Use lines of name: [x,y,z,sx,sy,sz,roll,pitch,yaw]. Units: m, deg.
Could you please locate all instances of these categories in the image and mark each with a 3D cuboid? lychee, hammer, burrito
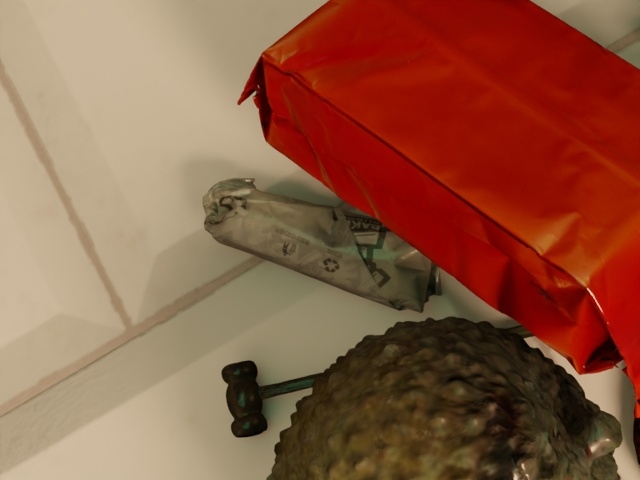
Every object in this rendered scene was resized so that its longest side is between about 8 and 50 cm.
lychee: [0.090,0.178,1.344,0.274,0.255,0.255,-25,75,19]
hammer: [0.065,0.095,1.486,0.292,0.029,0.058,-14,79,10]
burrito: [0.000,-0.001,1.501,0.203,0.064,0.064,19,85,15]

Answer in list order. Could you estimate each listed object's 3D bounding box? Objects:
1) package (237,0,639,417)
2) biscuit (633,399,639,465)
package: [0.141,-0.061,1.389,0.196,0.123,0.423,-39,63,-23]
biscuit: [0.322,0.135,1.390,0.192,0.049,0.192,1,92,22]
